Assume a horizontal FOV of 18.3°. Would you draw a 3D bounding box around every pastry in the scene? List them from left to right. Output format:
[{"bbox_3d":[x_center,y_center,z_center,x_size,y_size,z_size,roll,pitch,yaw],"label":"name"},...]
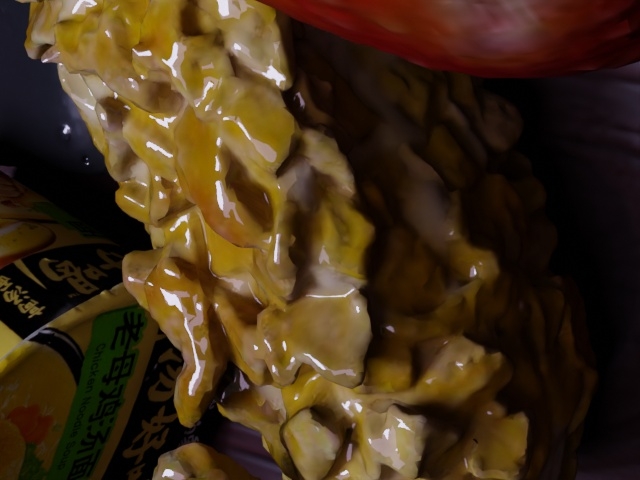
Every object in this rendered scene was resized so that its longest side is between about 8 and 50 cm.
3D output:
[{"bbox_3d":[0.000,0.000,0.573,0.102,0.154,0.250,-18,96,36],"label":"pastry"}]

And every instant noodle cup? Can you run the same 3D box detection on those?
[{"bbox_3d":[-0.122,0.045,0.688,0.122,0.151,0.151,37,126,29],"label":"instant noodle cup"}]

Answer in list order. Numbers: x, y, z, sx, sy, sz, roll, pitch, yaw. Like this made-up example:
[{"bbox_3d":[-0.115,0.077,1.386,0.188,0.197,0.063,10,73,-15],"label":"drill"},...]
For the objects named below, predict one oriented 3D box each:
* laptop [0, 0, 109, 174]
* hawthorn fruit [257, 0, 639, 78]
[{"bbox_3d":[-0.134,-0.112,0.706,0.129,0.016,0.180,7,113,33],"label":"laptop"},{"bbox_3d":[0.062,-0.151,0.415,0.300,0.254,0.254,37,125,13],"label":"hawthorn fruit"}]
